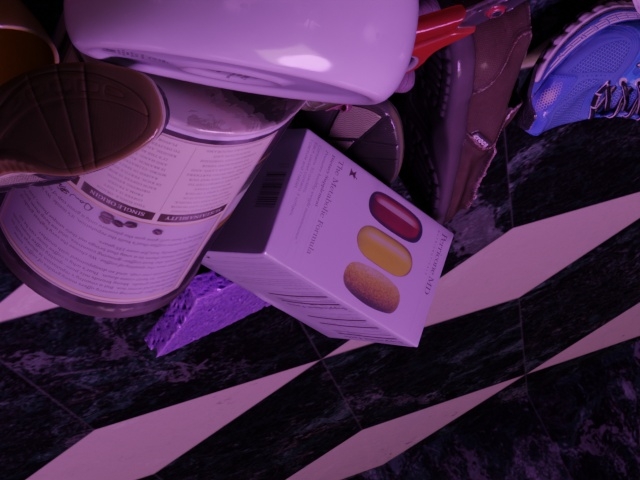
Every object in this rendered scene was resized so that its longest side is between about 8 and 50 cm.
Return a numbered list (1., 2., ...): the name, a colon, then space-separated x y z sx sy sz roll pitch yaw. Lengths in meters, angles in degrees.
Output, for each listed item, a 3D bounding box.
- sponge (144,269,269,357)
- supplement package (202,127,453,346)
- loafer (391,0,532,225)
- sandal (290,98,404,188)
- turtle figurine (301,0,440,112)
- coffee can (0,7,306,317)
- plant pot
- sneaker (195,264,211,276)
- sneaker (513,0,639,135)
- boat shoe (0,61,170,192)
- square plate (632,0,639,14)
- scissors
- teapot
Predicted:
1. sponge: -0.086 0.051 1.594 0.210 0.031 0.117 -24 160 -41
2. supplement package: 0.000 0.000 1.506 0.134 0.139 0.244 3 158 45
3. loafer: 0.156 -0.131 1.547 0.130 0.134 0.366 -21 158 -13
4. sandal: 0.036 -0.093 1.573 0.303 0.120 0.086 89 22 -70
5. turtle figurine: 0.001 -0.169 1.330 0.234 0.118 0.175 -14 156 -41
6. coffee can: -0.146 -0.089 1.217 0.201 0.201 0.275 -11 154 -33
7. plant pot: -0.271 -0.152 1.079 0.134 0.095 0.134 -21 159 -9
8. sneaker: -0.113 -0.025 1.562 0.162 0.106 0.281 -39 166 19
9. sneaker: 0.354 -0.181 1.596 0.330 0.147 0.130 -24 158 -24
10. boat shoe: -0.202 -0.079 1.064 0.223 0.080 0.073 -14 -178 22
11. square plate: 0.299 -0.369 1.024 0.344 0.049 0.347 -54 150 -6
12. scissors: 0.126 -0.181 1.198 0.297 0.021 0.109 -17 160 6
13. teapot: -0.045 -0.199 0.982 0.256 0.187 0.252 9 180 37
